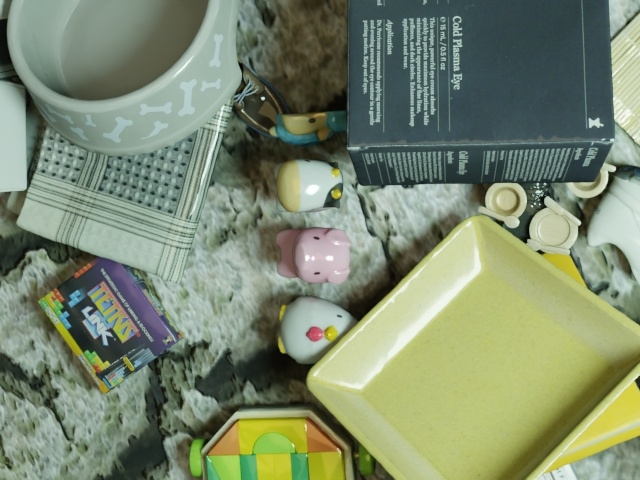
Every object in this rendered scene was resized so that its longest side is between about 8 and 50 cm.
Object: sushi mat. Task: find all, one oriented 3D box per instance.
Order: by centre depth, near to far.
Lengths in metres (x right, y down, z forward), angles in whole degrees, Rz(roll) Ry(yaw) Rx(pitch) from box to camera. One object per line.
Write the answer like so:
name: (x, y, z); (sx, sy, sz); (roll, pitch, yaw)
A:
sushi mat: (0.504, -0.276, 1.406); (0.151, 0.019, 0.316); (45, 99, 4)

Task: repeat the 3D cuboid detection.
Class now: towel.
towel: (-0.294, -0.133, 1.487); (0.324, 0.056, 0.312); (20, 97, 22)

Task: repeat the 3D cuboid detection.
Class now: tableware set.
tableware set: (0.298, -0.070, 1.399); (0.141, 0.020, 0.168); (27, 103, 9)

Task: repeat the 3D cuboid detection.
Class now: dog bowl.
dog bowl: (-0.263, -0.293, 1.419); (0.349, 0.102, 0.348); (-5, 70, 15)

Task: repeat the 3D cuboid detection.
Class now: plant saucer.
plant saucer: (0.200, 0.172, 1.326); (0.333, 0.081, 0.333); (-43, 49, -6)

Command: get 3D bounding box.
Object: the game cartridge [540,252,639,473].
game cartridge: (0.231, 0.186, 1.386); (0.324, 0.052, 0.285); (-26, 50, 11)

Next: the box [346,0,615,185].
box: (0.196, -0.253, 1.330); (0.313, 0.179, 0.343); (0, 78, 8)

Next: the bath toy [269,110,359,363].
bath toy: (0.000, 0.000, 1.436); (0.129, 0.151, 0.348); (0, 96, 24)

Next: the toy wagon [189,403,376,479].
toy wagon: (-0.049, 0.409, 1.516); (0.267, 0.068, 0.344); (-3, 93, 9)

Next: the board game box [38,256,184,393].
board game box: (-0.307, 0.116, 1.546); (0.141, 0.048, 0.170); (-37, 88, 11)

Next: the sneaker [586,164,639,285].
sneaker: (0.491, 0.023, 1.400); (0.297, 0.111, 0.129); (36, 114, 9)

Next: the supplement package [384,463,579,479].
supplement package: (0.223, 0.338, 1.432); (0.244, 0.139, 0.134); (-25, 90, 8)

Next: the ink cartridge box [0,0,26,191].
ink cartridge box: (-0.575, -0.261, 1.476); (0.285, 0.166, 0.395); (2, 94, 23)

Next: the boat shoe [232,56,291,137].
boat shoe: (-0.116, -0.216, 1.482); (0.183, 0.066, 0.066); (45, 99, 4)

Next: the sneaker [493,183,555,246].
sneaker: (0.296, -0.059, 1.439); (0.089, 0.051, 0.170); (40, 103, 4)
